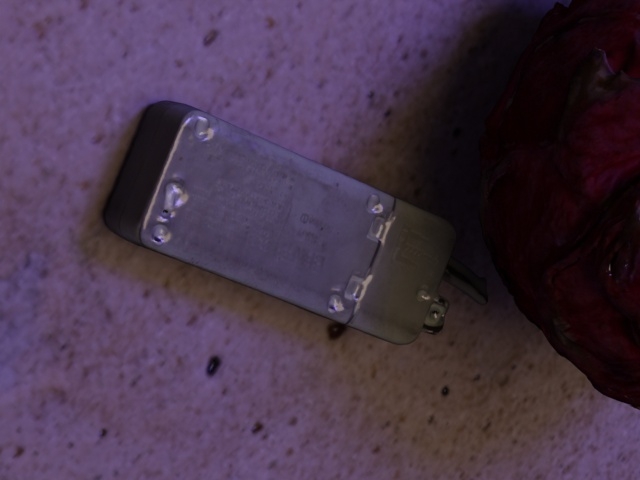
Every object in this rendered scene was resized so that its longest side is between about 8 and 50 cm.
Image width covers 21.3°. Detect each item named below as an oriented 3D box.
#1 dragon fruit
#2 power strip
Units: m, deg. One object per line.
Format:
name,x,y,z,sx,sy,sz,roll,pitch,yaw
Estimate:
dragon fruit,0.255,-0.034,1.104,0.329,0.329,0.329,-9,107,-32
power strip,0.000,0.000,1.103,0.288,0.053,0.093,23,87,-36
